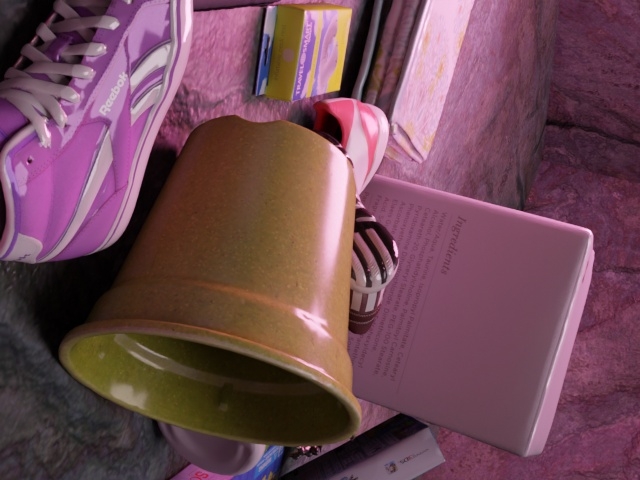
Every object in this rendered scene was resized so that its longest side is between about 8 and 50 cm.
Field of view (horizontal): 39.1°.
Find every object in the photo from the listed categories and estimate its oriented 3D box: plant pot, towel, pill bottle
[{"bbox_3d":[-0.074,0.031,0.862,0.276,0.276,0.253,73,27,-58],"label":"plant pot"},{"bbox_3d":[0.151,-0.317,1.427,0.320,0.090,0.374,19,88,-74],"label":"towel"},{"bbox_3d":[-0.077,0.149,1.080,0.245,0.136,0.136,-50,150,-49],"label":"pill bottle"}]

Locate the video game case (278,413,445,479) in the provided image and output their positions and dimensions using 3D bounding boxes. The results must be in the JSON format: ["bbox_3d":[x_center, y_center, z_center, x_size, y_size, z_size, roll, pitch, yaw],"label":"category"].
[{"bbox_3d":[0.052,0.354,1.382,0.244,0.061,0.269,-28,175,-5],"label":"video game case"}]

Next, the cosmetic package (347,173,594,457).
[{"bbox_3d":[0.188,0.116,1.403,0.329,0.394,0.327,37,70,-69],"label":"cosmetic package"}]

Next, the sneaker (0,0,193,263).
[{"bbox_3d":[-0.181,-0.115,0.640,0.161,0.102,0.282,-10,115,-66],"label":"sneaker"}]

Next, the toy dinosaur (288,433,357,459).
[{"bbox_3d":[-0.002,0.175,1.015,0.118,0.064,0.268,-67,145,-47],"label":"toy dinosaur"}]

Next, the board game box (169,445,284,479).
[{"bbox_3d":[-0.161,0.437,1.189,0.319,0.066,0.317,-23,126,-66],"label":"board game box"}]

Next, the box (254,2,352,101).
[{"bbox_3d":[-0.017,-0.230,1.089,0.178,0.042,0.109,-33,135,-63],"label":"box"}]

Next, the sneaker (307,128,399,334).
[{"bbox_3d":[0.000,0.000,1.081,0.281,0.107,0.162,-114,-159,-44],"label":"sneaker"}]

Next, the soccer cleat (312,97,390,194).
[{"bbox_3d":[-0.002,-0.039,1.228,0.116,0.109,0.318,7,102,-48],"label":"soccer cleat"}]

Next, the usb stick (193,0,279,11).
[{"bbox_3d":[-0.100,-0.249,0.832,0.278,0.045,0.077,-34,144,-61],"label":"usb stick"}]
